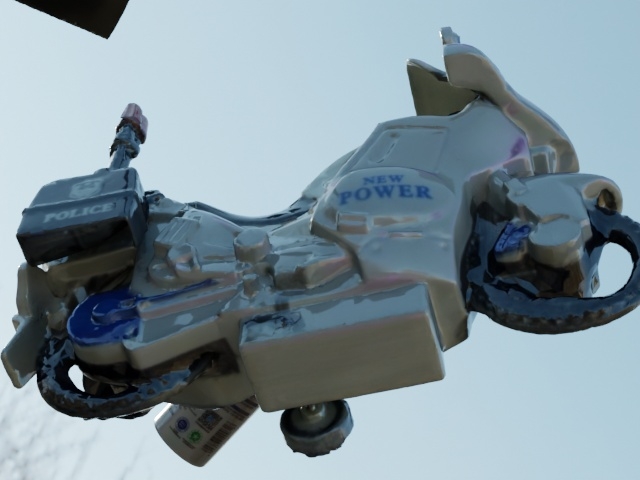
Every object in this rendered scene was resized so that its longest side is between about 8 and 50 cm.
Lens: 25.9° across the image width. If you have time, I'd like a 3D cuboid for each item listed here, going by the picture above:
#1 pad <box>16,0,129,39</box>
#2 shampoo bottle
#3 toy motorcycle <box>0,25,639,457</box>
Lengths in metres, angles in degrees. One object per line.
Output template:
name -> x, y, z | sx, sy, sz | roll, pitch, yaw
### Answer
pad -> -0.272, -0.305, 1.314 | 0.243, 0.164, 0.004 | 21, 19, -28
shampoo bottle -> -0.080, 0.151, 1.770 | 0.092, 0.303, 0.092 | 42, 6, -6
toy motorcycle -> 0.000, 0.000, 0.494 | 0.221, 0.150, 0.102 | -11, -54, 7
